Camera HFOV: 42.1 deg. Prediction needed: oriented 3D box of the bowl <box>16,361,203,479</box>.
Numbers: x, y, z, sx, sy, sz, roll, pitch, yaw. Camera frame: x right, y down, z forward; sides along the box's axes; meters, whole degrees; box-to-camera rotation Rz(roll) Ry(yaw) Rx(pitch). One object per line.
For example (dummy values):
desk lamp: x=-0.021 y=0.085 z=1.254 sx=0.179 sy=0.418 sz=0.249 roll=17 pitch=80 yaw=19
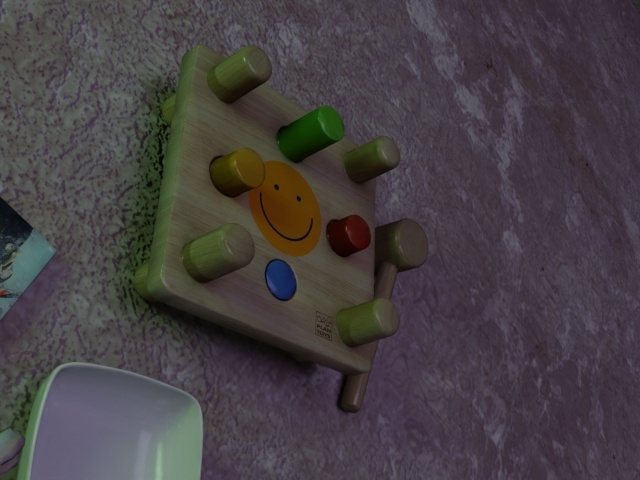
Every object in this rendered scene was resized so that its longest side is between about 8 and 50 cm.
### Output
bowl: x=-0.158 y=0.170 z=0.608 sx=0.142 sy=0.053 sz=0.142 roll=27 pitch=54 yaw=-40

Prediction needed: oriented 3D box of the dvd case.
dvd case: x=-0.255 y=0.019 z=0.600 sx=0.087 sy=0.013 sz=0.119 roll=49 pitch=43 yaw=-21

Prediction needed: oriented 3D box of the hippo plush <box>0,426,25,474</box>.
hippo plush: x=-0.216 y=0.154 z=0.381 sx=0.234 sy=0.236 sz=0.294 roll=-7 pitch=72 yaw=-59

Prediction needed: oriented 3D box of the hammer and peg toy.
hammer and peg toy: x=0.000 y=0.000 z=0.809 sx=0.361 sy=0.127 sz=0.266 roll=29 pitch=53 yaw=-38
